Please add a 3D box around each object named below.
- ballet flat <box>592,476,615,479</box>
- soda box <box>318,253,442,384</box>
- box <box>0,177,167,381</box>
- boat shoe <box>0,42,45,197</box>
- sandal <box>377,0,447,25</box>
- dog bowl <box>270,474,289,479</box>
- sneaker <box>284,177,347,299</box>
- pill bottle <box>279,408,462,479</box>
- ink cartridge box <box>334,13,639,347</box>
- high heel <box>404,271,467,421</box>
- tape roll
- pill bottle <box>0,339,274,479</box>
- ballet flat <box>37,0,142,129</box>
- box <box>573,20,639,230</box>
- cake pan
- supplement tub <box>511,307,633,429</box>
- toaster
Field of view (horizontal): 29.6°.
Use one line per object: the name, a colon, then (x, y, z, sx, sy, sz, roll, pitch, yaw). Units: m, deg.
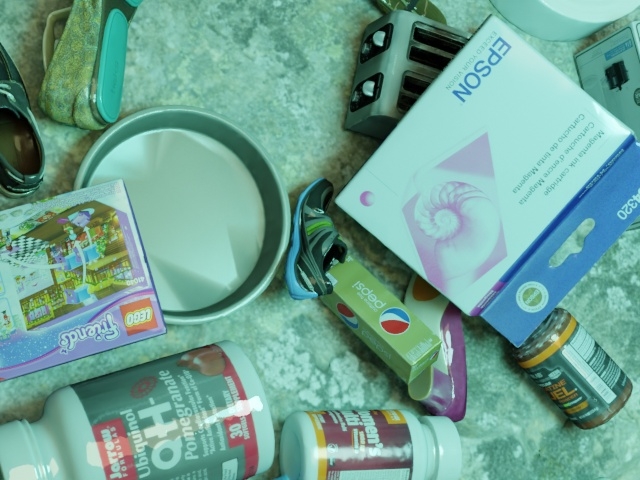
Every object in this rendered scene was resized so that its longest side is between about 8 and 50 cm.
ballet flat: (0.435, 0.412, 1.722, 0.400, 0.139, 0.139, 22, 74, -19)
soda box: (0.078, 0.105, 1.627, 0.058, 0.061, 0.181, -37, 66, -22)
box: (-0.355, 0.060, 1.483, 0.293, 0.057, 0.200, -16, 86, -7)
boat shoe: (-0.404, -0.173, 1.533, 0.084, 0.079, 0.233, -19, 86, -20)
sandal: (0.115, -0.356, 1.773, 0.180, 0.049, 0.072, 45, 74, -23)
dog bowl: (-0.060, 0.447, 1.510, 0.074, 0.166, 0.297, -6, 83, -10)
sneaker: (0.000, 0.000, 1.628, 0.078, 0.067, 0.188, 1, 55, 9)
pill bottle: (0.066, 0.284, 1.599, 0.221, 0.121, 0.121, 1, 80, -20)
ink cartridge box: (0.244, -0.071, 1.601, 0.330, 0.071, 0.324, 40, 101, 0)
high heel: (0.179, 0.131, 1.708, 0.117, 0.082, 0.244, 36, 49, -47)
tape roll: (0.376, -0.455, 1.854, 0.286, 0.100, 0.286, 3, 80, -19)
pill bottle: (-0.231, 0.244, 1.468, 0.319, 0.176, 0.176, -15, 86, -22)
ballet flat: (-0.296, -0.312, 1.587, 0.123, 0.123, 0.348, 15, 74, -17)
box: (0.491, -0.170, 1.809, 0.087, 0.169, 0.289, -12, 86, -21)
cake pan: (-0.186, -0.031, 1.599, 0.293, 0.054, 0.293, 4, 79, -19)
supplement tub: (0.346, 0.169, 1.731, 0.198, 0.106, 0.106, 47, 69, -6)
toaster: (0.142, -0.217, 1.721, 0.186, 0.110, 0.168, 17, 76, -17)
